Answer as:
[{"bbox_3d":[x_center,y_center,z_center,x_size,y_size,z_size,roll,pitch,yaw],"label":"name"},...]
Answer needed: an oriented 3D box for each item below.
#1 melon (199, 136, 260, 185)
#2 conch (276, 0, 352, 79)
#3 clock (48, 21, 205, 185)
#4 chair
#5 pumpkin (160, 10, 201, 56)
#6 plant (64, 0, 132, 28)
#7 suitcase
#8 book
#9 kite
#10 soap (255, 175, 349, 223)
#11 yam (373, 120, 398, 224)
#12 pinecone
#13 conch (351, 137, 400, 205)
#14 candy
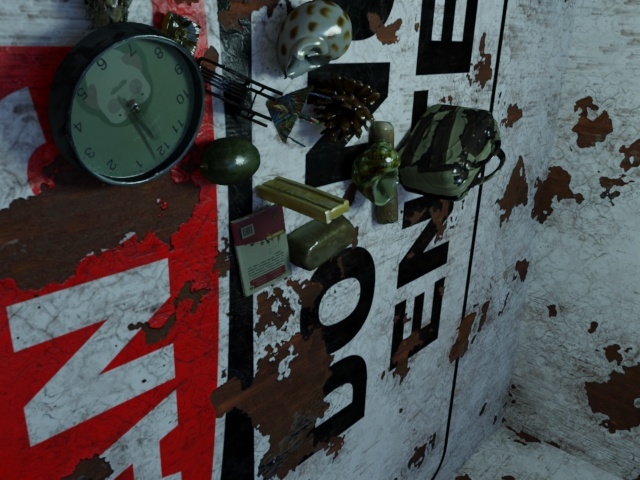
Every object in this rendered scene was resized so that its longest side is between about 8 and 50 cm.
[{"bbox_3d":[-0.215,-0.186,1.340,0.167,0.114,0.114,-20,120,-48],"label":"melon"},{"bbox_3d":[-0.011,-0.517,1.426,0.275,0.182,0.149,-30,95,-48],"label":"conch"},{"bbox_3d":[-0.364,-0.256,1.113,0.319,0.066,0.319,-38,146,-32],"label":"clock"},{"bbox_3d":[-0.204,-0.347,1.332,0.212,0.101,0.084,20,87,-15],"label":"chair"},{"bbox_3d":[-0.296,-0.431,1.191,0.083,0.054,0.074,12,91,-47],"label":"pumpkin"},{"bbox_3d":[-0.408,-0.446,1.049,0.122,0.104,0.117,5,64,-24],"label":"plant"},{"bbox_3d":[0.454,-0.289,1.930,0.351,0.339,0.194,-55,139,-22],"label":"suitcase"},{"bbox_3d":[-0.158,0.025,1.555,0.162,0.022,0.232,-25,124,-30],"label":"book"},{"bbox_3d":[-0.070,-0.333,1.489,0.160,0.010,0.183,15,123,-26],"label":"kite"},{"bbox_3d":[-0.048,-0.108,1.464,0.092,0.252,0.037,-32,132,-40],"label":"soap"},{"bbox_3d":[0.216,-0.220,1.880,0.081,0.081,0.357,-32,128,-39],"label":"yam"},{"bbox_3d":[0.064,-0.360,1.561,0.150,0.179,0.195,-65,178,-58],"label":"pinecone"},{"bbox_3d":[0.180,-0.221,1.784,0.181,0.124,0.187,-51,143,11],"label":"conch"},{"bbox_3d":[0.000,0.000,1.689,0.234,0.104,0.102,-34,134,-37],"label":"candy"}]
